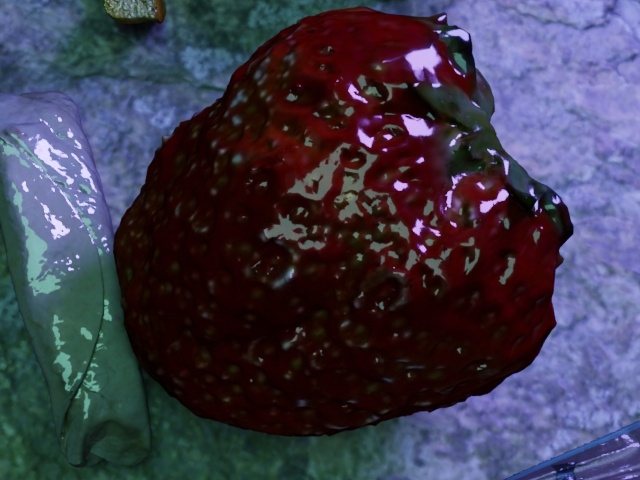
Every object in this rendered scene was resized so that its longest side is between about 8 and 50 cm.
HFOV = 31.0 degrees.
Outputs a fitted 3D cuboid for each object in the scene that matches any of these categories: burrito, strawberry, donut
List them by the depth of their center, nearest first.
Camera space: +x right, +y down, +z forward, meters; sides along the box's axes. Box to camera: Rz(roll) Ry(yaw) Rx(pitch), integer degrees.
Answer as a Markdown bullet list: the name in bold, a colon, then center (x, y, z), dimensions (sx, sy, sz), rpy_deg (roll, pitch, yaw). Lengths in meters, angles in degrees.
- **strawberry**: center (0.000, 0.000, 0.713), dimensions (0.277, 0.257, 0.257), rpy_deg (-24, 76, 5)
- **burrito**: center (-0.174, 0.020, 0.770), dimensions (0.082, 0.059, 0.275), rpy_deg (-10, 74, -23)
- **donut**: center (-0.141, -0.197, 0.839), dimensions (0.038, 0.067, 0.083), rpy_deg (-15, 109, 8)

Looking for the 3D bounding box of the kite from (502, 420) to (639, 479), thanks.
- **kite**: center (0.133, 0.262, 0.696), dimensions (0.368, 0.014, 0.406), rpy_deg (14, 55, 16)
